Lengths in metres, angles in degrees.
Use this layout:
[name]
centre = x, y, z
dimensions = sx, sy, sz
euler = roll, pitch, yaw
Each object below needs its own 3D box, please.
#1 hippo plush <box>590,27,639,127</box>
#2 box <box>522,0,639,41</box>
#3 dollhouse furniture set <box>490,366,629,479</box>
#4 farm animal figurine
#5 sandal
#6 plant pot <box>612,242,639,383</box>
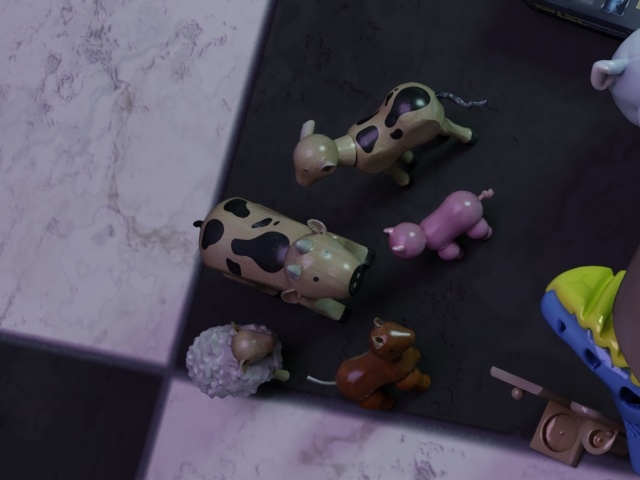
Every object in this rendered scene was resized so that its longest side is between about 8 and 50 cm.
[hippo plush]
centre = 0.354, -0.182, 1.480
dimensions = 0.237, 0.234, 0.294
euler = -35, 57, 21
[box]
centre = 0.322, -0.318, 1.665
dimensions = 0.183, 0.059, 0.232
euler = 26, 89, 40
[dollhouse furniture set]
centre = 0.213, 0.219, 1.508
dimensions = 0.144, 0.123, 0.151
euler = 22, 87, 39
[farm animal figurine]
centre = 0.000, 0.000, 1.712
dimensions = 0.327, 0.172, 0.330
euler = -2, 73, 36
[sandal]
centre = 0.303, 0.155, 1.426
dimensions = 0.317, 0.126, 0.138
euler = 46, 130, 16
[plant pot]
centre = 0.382, 0.017, 1.276
dimensions = 0.280, 0.323, 0.323
euler = -53, 48, 36
